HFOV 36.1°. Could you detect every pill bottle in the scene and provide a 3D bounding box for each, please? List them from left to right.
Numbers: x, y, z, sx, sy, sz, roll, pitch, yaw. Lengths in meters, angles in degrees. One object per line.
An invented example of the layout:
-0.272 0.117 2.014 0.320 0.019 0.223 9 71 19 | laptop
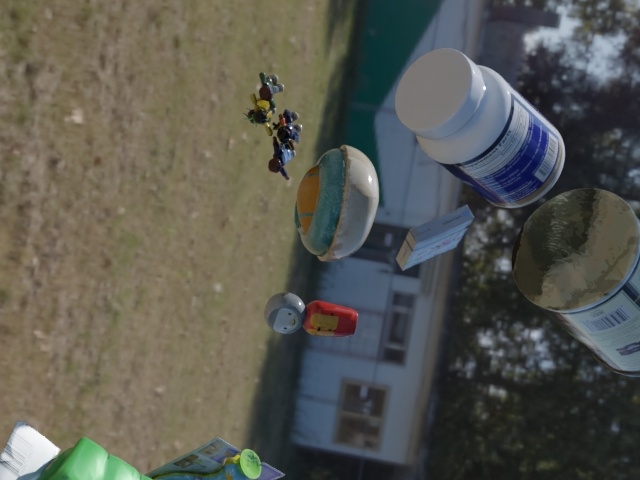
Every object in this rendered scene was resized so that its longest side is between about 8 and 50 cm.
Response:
0.232 -0.161 1.423 0.265 0.153 0.153 30 65 -45 | pill bottle

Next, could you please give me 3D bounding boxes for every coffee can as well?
0.450 0.069 1.522 0.275 0.202 0.201 37 56 -42 | coffee can

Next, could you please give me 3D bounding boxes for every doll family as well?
-0.081 -0.202 1.746 0.193 0.076 0.111 60 16 -16 | doll family

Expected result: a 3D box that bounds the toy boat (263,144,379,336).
0.000 0.000 1.594 0.267 0.148 0.318 130 -32 -75 | toy boat

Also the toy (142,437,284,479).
-0.182 0.364 1.392 0.137 0.237 0.056 37 33 -34 | toy

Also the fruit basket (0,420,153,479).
-0.294 0.431 1.160 0.165 0.327 0.353 -38 -156 36 | fruit basket

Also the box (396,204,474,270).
0.251 -0.004 2.180 0.038 0.145 0.186 63 -14 15 | box
